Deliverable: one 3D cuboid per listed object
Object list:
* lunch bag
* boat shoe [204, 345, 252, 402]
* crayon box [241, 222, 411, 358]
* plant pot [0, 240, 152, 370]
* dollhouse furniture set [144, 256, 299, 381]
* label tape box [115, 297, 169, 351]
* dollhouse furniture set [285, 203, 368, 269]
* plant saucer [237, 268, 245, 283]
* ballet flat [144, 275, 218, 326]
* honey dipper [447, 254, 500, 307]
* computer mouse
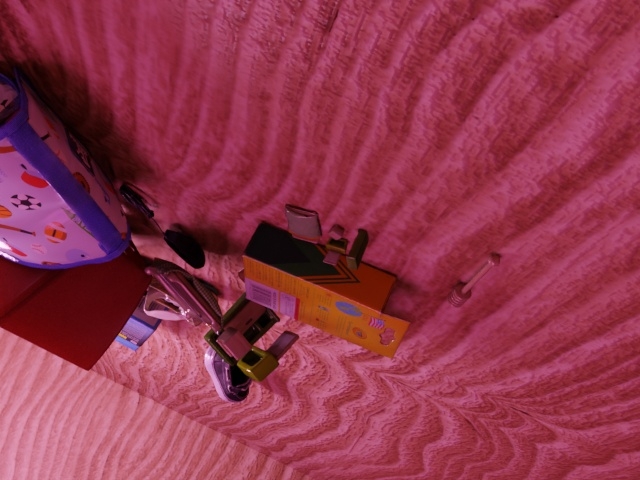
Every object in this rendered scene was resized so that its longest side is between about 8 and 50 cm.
[{"bbox_3d":[-0.538,-0.123,1.141,0.385,0.239,0.328,15,149,33],"label":"lunch bag"},{"bbox_3d":[-0.254,0.413,1.971,0.102,0.108,0.301,15,143,23],"label":"boat shoe"},{"bbox_3d":[0.015,0.100,1.225,0.318,0.081,0.202,23,152,7],"label":"crayon box"},{"bbox_3d":[-0.515,0.063,1.360,0.267,0.236,0.267,49,178,39],"label":"plant pot"},{"bbox_3d":[-0.195,0.120,1.345,0.301,0.151,0.197,53,158,-21],"label":"dollhouse furniture set"},{"bbox_3d":[-0.572,0.186,1.833,0.240,0.106,0.334,32,153,-11],"label":"label tape box"},{"bbox_3d":[0.000,0.000,1.089,0.152,0.058,0.076,16,150,18],"label":"dollhouse furniture set"},{"bbox_3d":[-0.136,0.082,1.388,0.083,0.015,0.083,19,151,11],"label":"plant saucer"},{"bbox_3d":[-0.418,0.121,1.585,0.348,0.123,0.123,17,151,16],"label":"ballet flat"},{"bbox_3d":[0.242,0.063,1.031,0.030,0.030,0.160,25,150,2],"label":"honey dipper"},{"bbox_3d":[-0.315,-0.030,1.333,0.071,0.041,0.242,17,151,53],"label":"computer mouse"}]
